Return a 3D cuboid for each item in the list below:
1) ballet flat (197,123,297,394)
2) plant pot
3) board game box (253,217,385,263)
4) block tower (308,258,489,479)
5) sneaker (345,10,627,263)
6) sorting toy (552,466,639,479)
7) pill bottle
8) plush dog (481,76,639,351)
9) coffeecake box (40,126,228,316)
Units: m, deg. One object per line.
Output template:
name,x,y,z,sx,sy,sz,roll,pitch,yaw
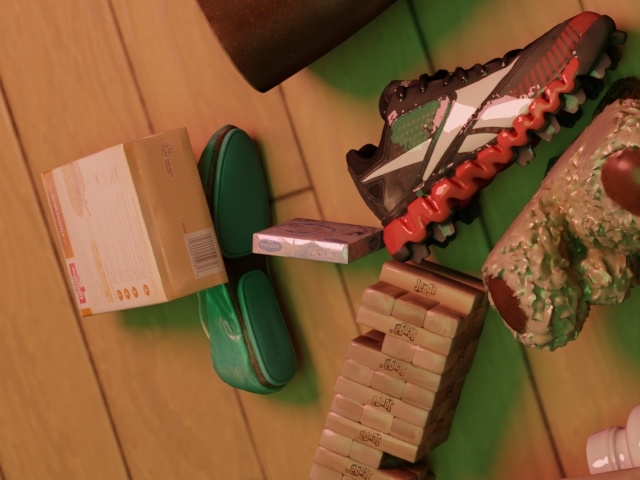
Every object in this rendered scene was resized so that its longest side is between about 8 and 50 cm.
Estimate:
ballet flat,-0.088,0.022,1.564,0.087,0.083,0.247,-9,93,39
plant pot,0.010,-0.267,1.419,0.230,0.215,0.215,-24,88,11
board game box,0.000,0.000,1.513,0.090,0.090,0.020,7,101,23
block tower,0.053,0.186,1.521,0.097,0.091,0.335,20,106,20
sneaker,0.127,-0.108,1.434,0.276,0.097,0.135,-44,83,25
sorting toy,0.260,0.315,1.398,0.255,0.089,0.257,-13,117,25
pill bottle,0.308,0.166,1.402,0.169,0.094,0.094,-22,89,25
plush dog,0.290,-0.005,1.361,0.225,0.210,0.262,37,138,-1
coffeecake box,-0.171,-0.013,1.551,0.185,0.068,0.142,-11,95,58
